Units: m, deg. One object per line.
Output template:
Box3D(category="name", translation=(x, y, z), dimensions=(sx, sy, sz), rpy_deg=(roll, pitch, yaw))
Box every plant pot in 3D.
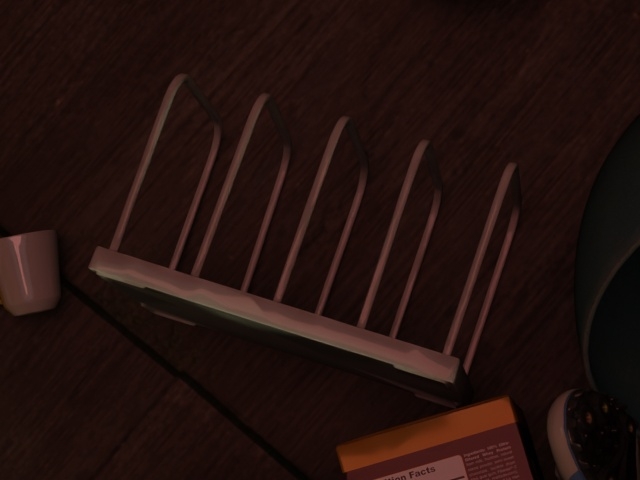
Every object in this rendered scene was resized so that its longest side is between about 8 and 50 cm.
Box3D(category="plant pot", translation=(0.312, -0.010, 1.335), dimensions=(0.290, 0.290, 0.195), rpy_deg=(-17, 42, 5))

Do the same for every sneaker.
Box3D(category="sneaker", translation=(0.197, 0.178, 1.320), dimensions=(0.086, 0.237, 0.085), rpy_deg=(-1, 60, 25))

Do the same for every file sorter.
Box3D(category="file sorter", translation=(0.000, 0.000, 1.398), dimensions=(0.277, 0.193, 0.173), rpy_deg=(16, 81, 11))

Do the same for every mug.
Box3D(category="mug", translation=(-0.243, 0.029, 1.504), dimensions=(0.062, 0.078, 0.064), rpy_deg=(-11, 87, -26))

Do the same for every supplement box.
Box3D(category="supplement box", translation=(0.111, 0.228, 1.341), dimensions=(0.129, 0.191, 0.194), rpy_deg=(-17, 79, 7))
